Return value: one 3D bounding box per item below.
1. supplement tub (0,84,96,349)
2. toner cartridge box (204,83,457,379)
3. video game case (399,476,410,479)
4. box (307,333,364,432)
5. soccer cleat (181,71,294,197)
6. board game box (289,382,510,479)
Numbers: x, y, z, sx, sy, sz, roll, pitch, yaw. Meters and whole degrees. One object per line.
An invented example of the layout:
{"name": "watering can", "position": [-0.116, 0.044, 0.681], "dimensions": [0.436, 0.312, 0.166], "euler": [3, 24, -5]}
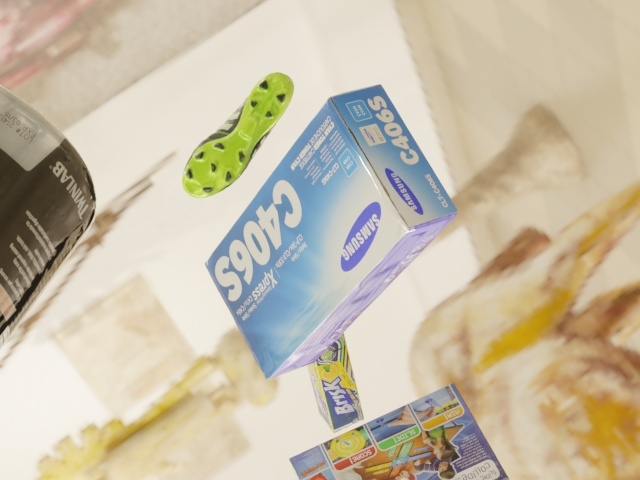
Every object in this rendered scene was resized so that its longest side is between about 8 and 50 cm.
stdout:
{"name": "supplement tub", "position": [-0.324, 0.037, 1.077], "dimensions": [0.193, 0.316, 0.193], "euler": [25, 152, 15]}
{"name": "toner cartridge box", "position": [0.000, 0.000, 1.571], "dimensions": [0.165, 0.075, 0.348], "euler": [59, 142, 16]}
{"name": "video game case", "position": [0.097, 0.353, 1.390], "dimensions": [0.173, 0.190, 0.022], "euler": [36, 171, -13]}
{"name": "box", "position": [0.015, 0.196, 2.126], "dimensions": [0.059, 0.054, 0.169], "euler": [-133, 25, -56]}
{"name": "soccer cleat", "position": [-0.089, -0.119, 1.656], "dimensions": [0.060, 0.179, 0.072], "euler": [42, -166, 2]}
{"name": "board game box", "position": [0.084, 0.252, 1.551], "dimensions": [0.035, 0.201, 0.136], "euler": [74, 170, -52]}
